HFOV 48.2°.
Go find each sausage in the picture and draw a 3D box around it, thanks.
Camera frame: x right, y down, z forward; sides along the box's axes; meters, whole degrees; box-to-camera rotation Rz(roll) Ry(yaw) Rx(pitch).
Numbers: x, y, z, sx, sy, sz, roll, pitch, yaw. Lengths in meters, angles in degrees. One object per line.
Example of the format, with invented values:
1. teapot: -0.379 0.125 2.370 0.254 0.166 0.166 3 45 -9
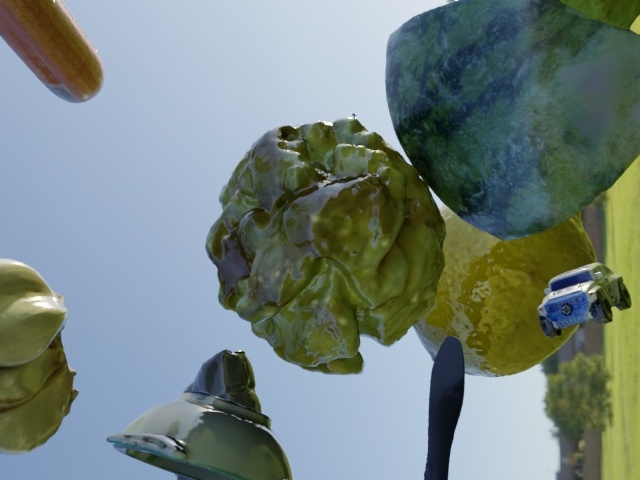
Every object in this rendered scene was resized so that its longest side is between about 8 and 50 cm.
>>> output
1. sausage: -0.283 -0.210 0.736 0.234 0.071 0.071 73 -159 -69

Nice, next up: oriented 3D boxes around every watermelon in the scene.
1. watermelon: 0.204 -0.137 0.716 0.176 0.260 0.256 -27 -83 -26

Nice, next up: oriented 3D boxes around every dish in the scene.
1. dish: -0.115 0.206 0.742 0.246 0.224 0.078 62 -139 -59

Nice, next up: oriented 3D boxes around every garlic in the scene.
1. garlic: -0.476 0.165 1.028 0.203 0.184 0.281 -40 -37 -62

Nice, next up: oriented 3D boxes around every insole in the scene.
1. insole: 0.166 0.253 0.973 0.086 0.005 0.253 -160 75 -69

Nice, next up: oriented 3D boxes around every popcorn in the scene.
1. popcorn: 0.000 0.000 0.797 0.247 0.282 0.282 32 -124 -45

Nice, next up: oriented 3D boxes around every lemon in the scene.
1. lemon: 0.297 0.064 1.211 0.336 0.336 0.336 -3 -90 -69

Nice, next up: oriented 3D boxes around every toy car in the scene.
1. toy car: 0.336 0.071 0.911 0.170 0.080 0.070 -10 -101 -54

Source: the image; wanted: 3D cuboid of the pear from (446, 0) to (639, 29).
1. pear: 0.282 -0.376 0.928 0.342 0.238 0.318 -58 27 22

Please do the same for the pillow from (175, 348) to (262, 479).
1. pillow: -0.161 0.326 1.121 0.101 0.326 0.228 -6 -114 -32
